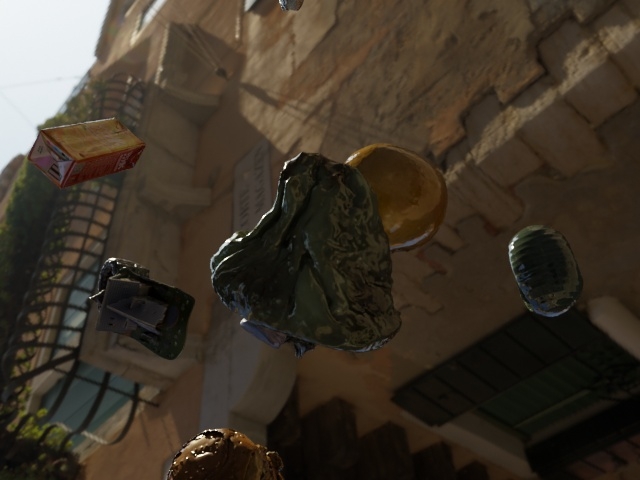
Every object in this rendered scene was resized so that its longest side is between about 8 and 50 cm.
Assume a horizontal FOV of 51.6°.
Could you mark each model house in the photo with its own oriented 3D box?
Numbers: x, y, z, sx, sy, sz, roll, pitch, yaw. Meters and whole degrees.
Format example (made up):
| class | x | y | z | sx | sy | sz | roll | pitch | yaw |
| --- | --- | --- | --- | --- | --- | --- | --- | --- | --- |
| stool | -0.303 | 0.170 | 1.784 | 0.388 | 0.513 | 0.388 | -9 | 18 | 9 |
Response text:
| class | x | y | z | sx | sy | sz | roll | pitch | yaw |
| --- | --- | --- | --- | --- | --- | --- | --- | --- | --- |
| model house | -0.294 | 0.114 | 1.029 | 0.166 | 0.117 | 0.088 | 22 | -174 | 22 |

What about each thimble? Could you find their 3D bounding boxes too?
| class | x | y | z | sx | sy | sz | roll | pitch | yaw |
| --- | --- | --- | --- | --- | --- | --- | --- | --- | --- |
| thimble | -0.349 | 0.086 | 1.158 | 0.066 | 0.105 | 0.095 | 13 | -172 | -37 |

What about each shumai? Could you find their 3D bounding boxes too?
| class | x | y | z | sx | sy | sz | roll | pitch | yaw |
| --- | --- | --- | --- | --- | --- | --- | --- | --- | --- |
| shumai | 0.000 | 0.000 | 1.040 | 0.309 | 0.264 | 0.304 | 7 | -168 | -28 |

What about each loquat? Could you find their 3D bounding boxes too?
| class | x | y | z | sx | sy | sz | roll | pitch | yaw |
| --- | --- | --- | --- | --- | --- | --- | --- | --- | --- |
| loquat | 0.159 | -0.094 | 1.480 | 0.263 | 0.263 | 0.263 | 35 | -147 | -26 |

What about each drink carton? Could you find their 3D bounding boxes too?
| class | x | y | z | sx | sy | sz | roll | pitch | yaw |
| --- | --- | --- | --- | --- | --- | --- | --- | --- | --- |
| drink carton | -0.453 | -0.177 | 1.303 | 0.096 | 0.071 | 0.223 | 40 | -155 | 5 |

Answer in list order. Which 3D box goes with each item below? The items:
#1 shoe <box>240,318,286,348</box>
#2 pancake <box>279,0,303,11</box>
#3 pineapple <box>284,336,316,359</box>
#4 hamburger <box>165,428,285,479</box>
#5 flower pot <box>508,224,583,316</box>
| class | x | y | z | sx | sy | sz | roll | pitch | yaw |
| --- | --- | --- | --- | --- | --- | --- | --- | --- | --- |
| shoe | -0.093 | 0.148 | 1.411 | 0.095 | 0.138 | 0.245 | 27 | 176 | 6 |
| pancake | -0.086 | -0.762 | 1.784 | 0.057 | 0.266 | 0.244 | -9 | -141 | -22 |
| pineapple | -0.097 | 0.202 | 1.662 | 0.237 | 0.119 | 0.111 | 47 | -173 | -23 |
| hamburger | -0.210 | 0.553 | 1.439 | 0.211 | 0.260 | 0.245 | 63 | -141 | -32 |
| flower pot | 0.571 | 0.075 | 1.688 | 0.189 | 0.157 | 0.243 | 47 | -154 | -55 |
